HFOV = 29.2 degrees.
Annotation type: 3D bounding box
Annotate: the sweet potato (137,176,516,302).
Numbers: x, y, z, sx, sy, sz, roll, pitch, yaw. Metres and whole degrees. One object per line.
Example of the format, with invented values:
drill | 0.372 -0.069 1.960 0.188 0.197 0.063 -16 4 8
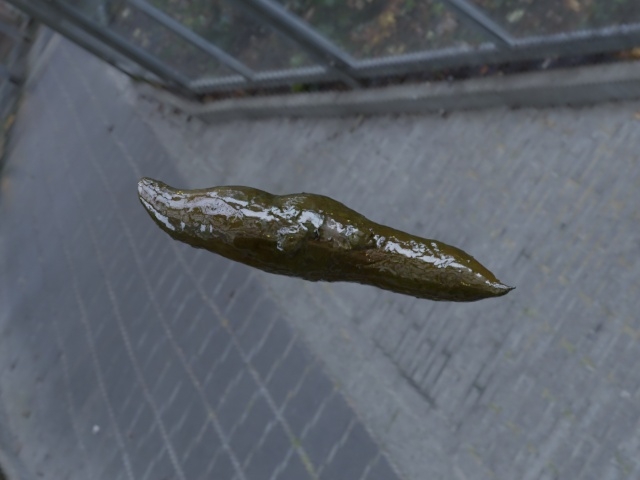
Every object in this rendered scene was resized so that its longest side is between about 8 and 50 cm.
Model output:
sweet potato | 0.000 0.000 0.844 0.067 0.274 0.067 13 -90 -80
